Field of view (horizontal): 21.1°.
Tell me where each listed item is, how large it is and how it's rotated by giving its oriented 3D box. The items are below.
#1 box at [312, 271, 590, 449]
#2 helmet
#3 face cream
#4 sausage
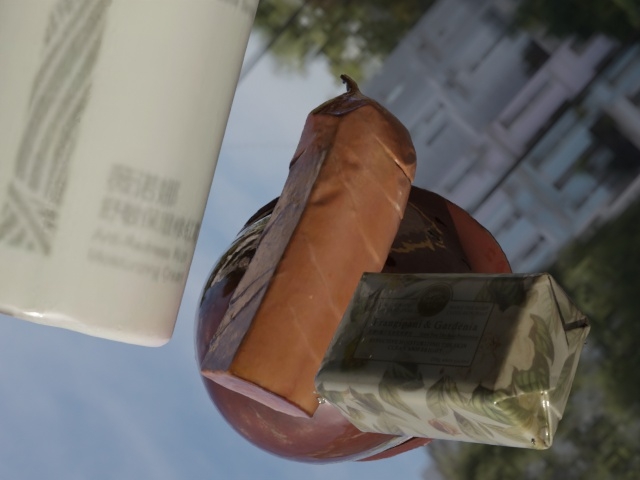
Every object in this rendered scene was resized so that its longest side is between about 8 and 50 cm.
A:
[{"bbox_3d":[0.051,0.046,0.675,0.098,0.062,0.045,-3,145,42],"label":"box"},{"bbox_3d":[0.007,0.109,1.928,0.230,0.385,0.337,-21,-83,-65],"label":"helmet"},{"bbox_3d":[-0.056,-0.141,0.593,0.102,0.345,0.102,14,179,0],"label":"face cream"},{"bbox_3d":[0.001,0.000,0.856,0.065,0.169,0.065,23,169,5],"label":"sausage"}]
